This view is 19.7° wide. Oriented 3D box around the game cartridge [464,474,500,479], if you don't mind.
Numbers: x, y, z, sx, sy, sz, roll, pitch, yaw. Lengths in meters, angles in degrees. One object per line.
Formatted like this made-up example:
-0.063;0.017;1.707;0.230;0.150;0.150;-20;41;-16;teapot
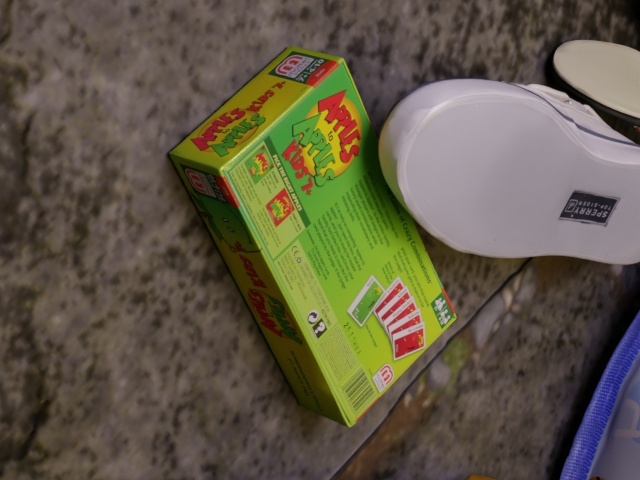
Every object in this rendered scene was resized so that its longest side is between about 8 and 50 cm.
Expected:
0.043;0.298;0.996;0.285;0.053;0.323;-2;108;-75;game cartridge

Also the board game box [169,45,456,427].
0.000;0.000;0.961;0.092;0.043;0.181;-44;129;-25;board game box

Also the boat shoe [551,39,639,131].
0.195;-0.079;1.085;0.133;0.042;0.049;18;57;-5;boat shoe

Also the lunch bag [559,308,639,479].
0.342;0.146;1.181;0.328;0.239;0.385;17;94;-45;lunch bag

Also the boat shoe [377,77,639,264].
0.105;-0.043;1.017;0.258;0.084;0.095;19;108;-50;boat shoe
